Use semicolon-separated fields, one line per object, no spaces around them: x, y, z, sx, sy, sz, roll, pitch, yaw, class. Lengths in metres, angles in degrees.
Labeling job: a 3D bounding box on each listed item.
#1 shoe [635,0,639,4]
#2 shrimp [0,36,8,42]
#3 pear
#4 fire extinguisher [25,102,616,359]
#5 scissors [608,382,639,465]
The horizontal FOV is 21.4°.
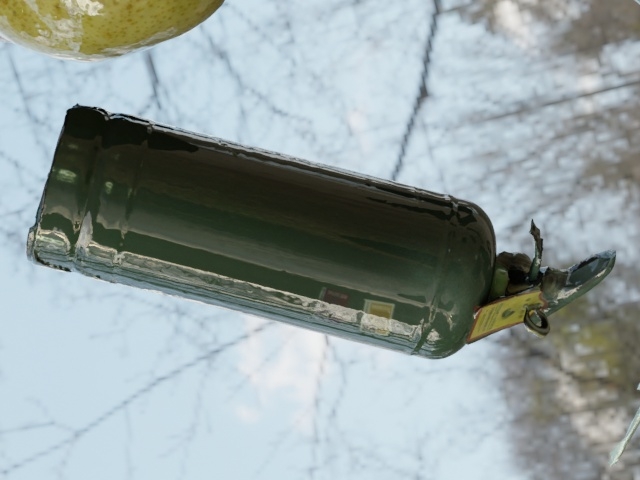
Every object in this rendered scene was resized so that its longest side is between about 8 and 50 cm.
0.203;-0.074;0.565;0.103;0.251;0.100;-11;-50;-60;shoe
-0.172;-0.189;1.193;0.178;0.289;0.075;-36;-58;-16;shrimp
-0.125;-0.178;0.937;0.136;0.167;0.167;48;-139;-41;pear
0.000;0.000;0.947;0.095;0.311;0.114;-81;8;-45;fire extinguisher
0.241;0.043;1.067;0.017;0.248;0.144;28;-136;6;scissors
